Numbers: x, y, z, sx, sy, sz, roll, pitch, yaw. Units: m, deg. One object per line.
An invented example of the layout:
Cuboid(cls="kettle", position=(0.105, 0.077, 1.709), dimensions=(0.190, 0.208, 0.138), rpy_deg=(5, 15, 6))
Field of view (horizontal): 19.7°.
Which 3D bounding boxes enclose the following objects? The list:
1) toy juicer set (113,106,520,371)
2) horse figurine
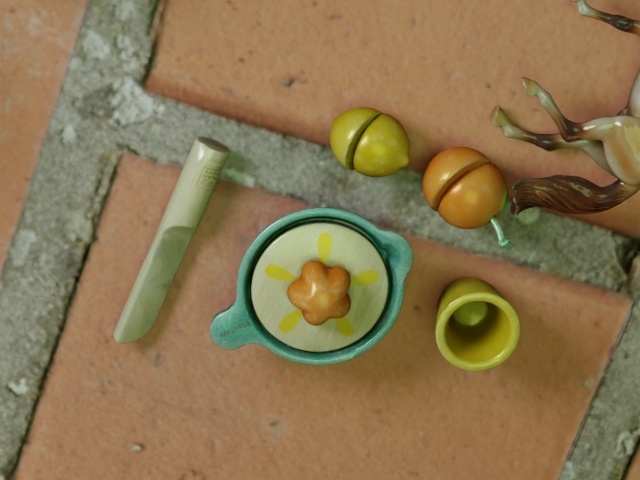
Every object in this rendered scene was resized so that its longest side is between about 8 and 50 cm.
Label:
Cuboid(cls="toy juicer set", position=(0.000, 0.000, 1.466), dimensions=(0.328, 0.089, 0.209), rpy_deg=(1, 110, -4))
Cuboid(cls="horse figurine", position=(0.248, -0.121, 1.454), dimensions=(0.174, 0.066, 0.263), rpy_deg=(27, 103, -7))
